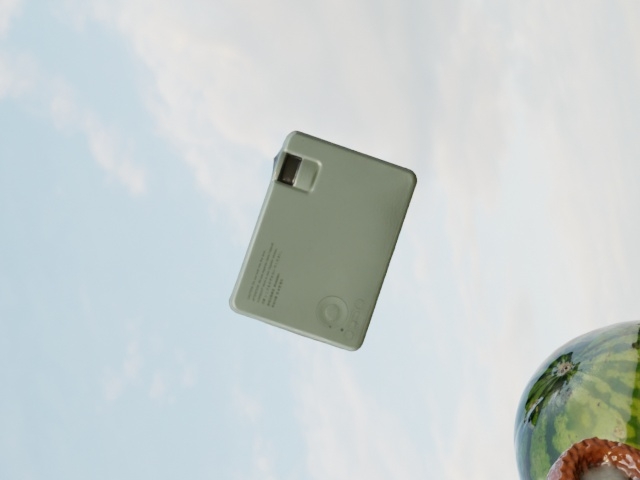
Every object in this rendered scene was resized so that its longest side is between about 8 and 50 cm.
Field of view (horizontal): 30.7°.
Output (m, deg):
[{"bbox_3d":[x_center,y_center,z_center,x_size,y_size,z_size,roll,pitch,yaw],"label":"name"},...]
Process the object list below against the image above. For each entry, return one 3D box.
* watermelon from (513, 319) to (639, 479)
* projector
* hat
[{"bbox_3d":[0.350,0.228,1.256,0.285,0.285,0.285,-14,-90,-69],"label":"watermelon"},{"bbox_3d":[0.000,0.000,1.576,0.099,0.192,0.257,180,109,-85],"label":"projector"},{"bbox_3d":[0.212,0.230,0.851,0.112,0.093,0.162,-113,18,-48],"label":"hat"}]
